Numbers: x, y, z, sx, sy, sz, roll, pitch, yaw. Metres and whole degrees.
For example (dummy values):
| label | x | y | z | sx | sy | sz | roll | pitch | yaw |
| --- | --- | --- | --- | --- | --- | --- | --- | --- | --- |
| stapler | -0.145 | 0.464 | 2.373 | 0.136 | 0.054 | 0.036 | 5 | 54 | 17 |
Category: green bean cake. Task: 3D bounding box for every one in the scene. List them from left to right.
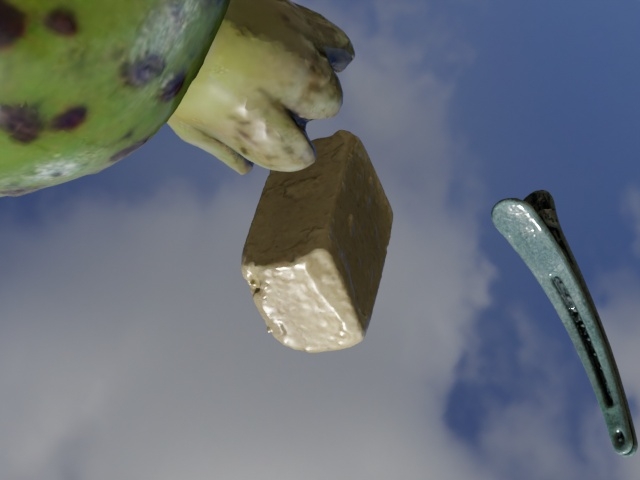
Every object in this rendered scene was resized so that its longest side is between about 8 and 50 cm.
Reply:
| label | x | y | z | sx | sy | sz | roll | pitch | yaw |
| --- | --- | --- | --- | --- | --- | --- | --- | --- | --- |
| green bean cake | 0.000 | 0.000 | 1.197 | 0.179 | 0.085 | 0.109 | -75 | -34 | -47 |

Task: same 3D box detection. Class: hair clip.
| label | x | y | z | sx | sy | sz | roll | pitch | yaw |
| --- | --- | --- | --- | --- | --- | --- | --- | --- | --- |
| hair clip | 0.212 | 0.066 | 1.138 | 0.070 | 0.039 | 0.229 | -15 | -103 | -57 |

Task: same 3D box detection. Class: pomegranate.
| label | x | y | z | sx | sy | sz | roll | pitch | yaw |
| --- | --- | --- | --- | --- | --- | --- | --- | --- | --- |
| pomegranate | -0.126 | -0.105 | 0.618 | 0.242 | 0.242 | 0.306 | -96 | -20 | -47 |
